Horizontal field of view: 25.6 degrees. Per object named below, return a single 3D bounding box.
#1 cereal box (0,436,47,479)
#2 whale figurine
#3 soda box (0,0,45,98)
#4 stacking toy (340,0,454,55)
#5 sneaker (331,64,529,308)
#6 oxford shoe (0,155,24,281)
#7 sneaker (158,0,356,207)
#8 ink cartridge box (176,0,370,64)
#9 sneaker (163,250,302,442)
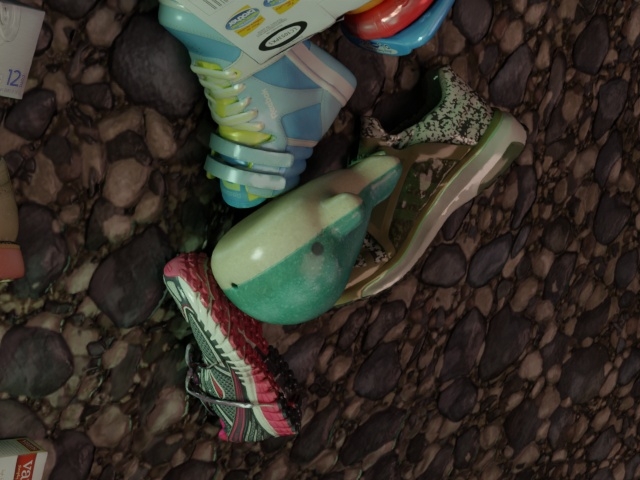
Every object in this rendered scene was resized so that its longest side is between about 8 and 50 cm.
[{"bbox_3d":[-0.424,0.312,1.548,0.240,0.047,0.173,1,109,-48],"label":"cereal box"},{"bbox_3d":[0.000,0.000,1.692,0.272,0.216,0.141,-37,98,-35],"label":"whale figurine"},{"bbox_3d":[-0.397,-0.200,1.267,0.286,0.098,0.091,6,105,-48],"label":"soda box"},{"bbox_3d":[0.023,-0.358,1.618,0.302,0.175,0.166,35,80,-39],"label":"stacking toy"},{"bbox_3d":[0.083,-0.075,1.866,0.410,0.158,0.182,-46,106,-18],"label":"sneaker"},{"bbox_3d":[-0.422,-0.036,1.287,0.397,0.140,0.147,11,76,-68],"label":"oxford shoe"},{"bbox_3d":[-0.095,-0.151,1.600,0.319,0.127,0.208,26,89,-50],"label":"sneaker"},{"bbox_3d":[-0.036,-0.330,1.328,0.270,0.151,0.395,-27,150,21],"label":"ink cartridge box"},{"bbox_3d":[-0.124,0.146,1.746,0.121,0.112,0.299,-85,155,-55],"label":"sneaker"}]
